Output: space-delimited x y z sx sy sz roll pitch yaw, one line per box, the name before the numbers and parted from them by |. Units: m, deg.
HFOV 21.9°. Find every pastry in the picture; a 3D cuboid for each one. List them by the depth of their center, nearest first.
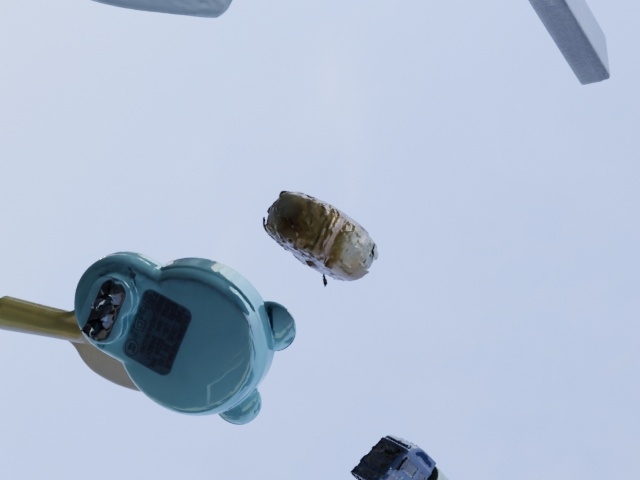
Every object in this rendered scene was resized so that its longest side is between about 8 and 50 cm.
pastry | 0.001 -0.005 2.058 0.081 0.153 0.153 -50 -155 -8

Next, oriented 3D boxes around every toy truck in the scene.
toy truck | 0.127 0.308 1.901 0.088 0.202 0.074 -49 -153 -12

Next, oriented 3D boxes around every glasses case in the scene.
glasses case | 0.309 -0.278 2.073 0.047 0.205 0.071 -13 -122 23

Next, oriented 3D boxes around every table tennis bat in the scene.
table tennis bat | -0.311 0.134 2.354 0.050 0.321 0.198 -74 175 -45

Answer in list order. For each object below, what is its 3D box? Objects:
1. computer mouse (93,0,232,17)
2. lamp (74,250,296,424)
computer mouse | -0.185 -0.301 1.701 0.079 0.231 0.128 47 -55 55
lamp | -0.188 0.115 2.172 0.147 0.284 0.209 -95 -153 -68
